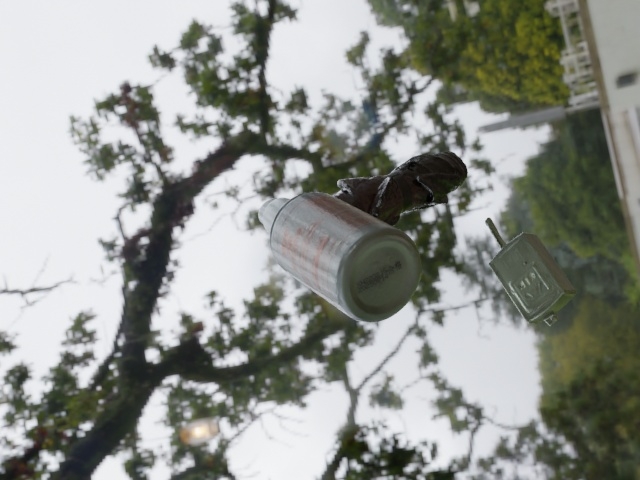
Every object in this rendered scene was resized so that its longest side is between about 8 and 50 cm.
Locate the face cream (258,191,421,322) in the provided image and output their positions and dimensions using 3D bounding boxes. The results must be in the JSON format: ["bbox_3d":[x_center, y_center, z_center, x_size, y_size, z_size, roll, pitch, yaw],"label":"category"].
[{"bbox_3d":[0.000,0.000,1.058,0.252,0.101,0.101,31,148,55],"label":"face cream"}]

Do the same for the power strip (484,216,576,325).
[{"bbox_3d":[0.282,0.035,1.363,0.042,0.075,0.175,5,-134,-49],"label":"power strip"}]

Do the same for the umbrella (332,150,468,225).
[{"bbox_3d":[0.094,-0.064,1.480,0.326,0.094,0.090,-22,-60,-34],"label":"umbrella"}]
